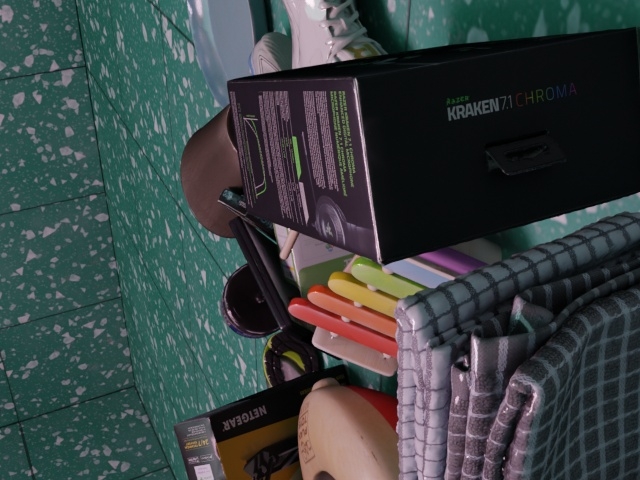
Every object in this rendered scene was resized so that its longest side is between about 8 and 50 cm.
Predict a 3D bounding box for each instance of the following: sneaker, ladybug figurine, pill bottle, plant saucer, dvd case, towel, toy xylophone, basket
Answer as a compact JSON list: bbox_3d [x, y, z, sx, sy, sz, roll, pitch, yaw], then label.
[{"bbox_3d":[0.029,-0.248,0.927,0.169,0.108,0.293,47,155,47],"label":"sneaker"},{"bbox_3d":[-0.035,0.295,1.441,0.121,0.111,0.300,-166,67,-79],"label":"sneaker"},{"bbox_3d":[0.108,0.374,1.040,0.449,0.161,0.305,67,157,18],"label":"ladybug figurine"},{"bbox_3d":[-0.111,0.108,1.427,0.219,0.122,0.123,132,121,-78],"label":"pill bottle"},{"bbox_3d":[-0.152,-0.365,1.352,0.317,0.043,0.318,46,144,49],"label":"plant saucer"},{"bbox_3d":[-0.041,0.077,1.210,0.180,0.022,0.253,61,-172,24],"label":"dvd case"},{"bbox_3d":[0.185,0.141,0.617,0.121,0.235,0.284,38,139,51],"label":"towel"},{"bbox_3d":[0.061,0.048,0.916,0.323,0.236,0.081,105,-175,-62],"label":"toy xylophone"},{"bbox_3d":[-0.117,-0.130,1.284,0.227,0.154,0.204,146,118,-63],"label":"basket"},{"bbox_3d":[-0.039,-0.184,1.134,0.086,0.085,0.237,-58,43,44],"label":"sneaker"}]

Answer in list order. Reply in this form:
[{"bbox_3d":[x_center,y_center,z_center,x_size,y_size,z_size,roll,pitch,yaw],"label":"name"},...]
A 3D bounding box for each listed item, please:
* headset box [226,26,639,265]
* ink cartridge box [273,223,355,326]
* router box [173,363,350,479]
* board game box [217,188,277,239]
[{"bbox_3d":[0.088,-0.090,0.684,0.283,0.246,0.131,19,121,63],"label":"headset box"},{"bbox_3d":[0.000,0.000,1.131,0.062,0.109,0.209,15,118,66],"label":"ink cartridge box"},{"bbox_3d":[-0.047,0.338,1.205,0.081,0.309,0.243,-21,84,38],"label":"router box"},{"bbox_3d":[-0.057,-0.008,1.213,0.186,0.026,0.126,36,176,-28],"label":"board game box"}]
